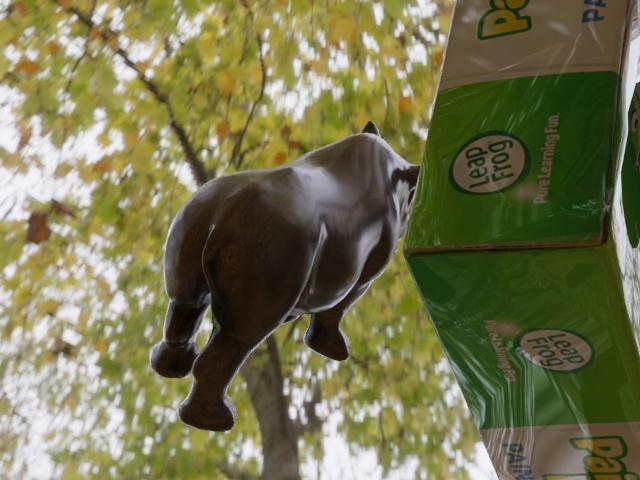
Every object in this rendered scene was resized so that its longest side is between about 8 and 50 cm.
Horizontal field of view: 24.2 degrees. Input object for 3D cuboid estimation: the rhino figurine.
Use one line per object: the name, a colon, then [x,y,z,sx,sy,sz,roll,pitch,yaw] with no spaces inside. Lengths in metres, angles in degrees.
rhino figurine: [0.000,0.000,0.726,0.073,0.243,0.106,23,-66,21]

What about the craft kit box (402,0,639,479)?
craft kit box: [0.101,-0.018,0.500,0.061,0.247,0.250,-4,-40,19]
